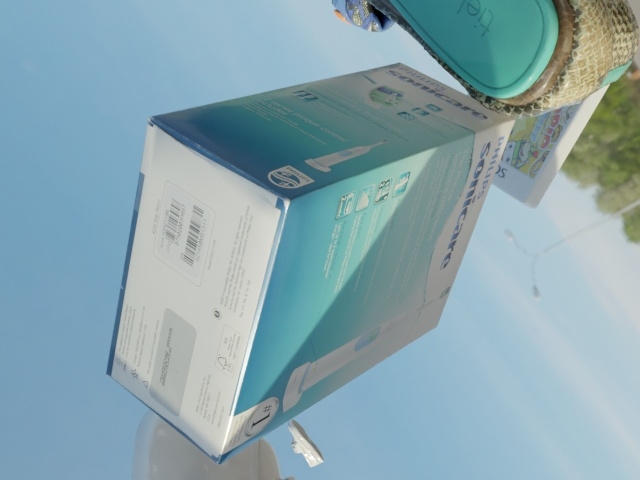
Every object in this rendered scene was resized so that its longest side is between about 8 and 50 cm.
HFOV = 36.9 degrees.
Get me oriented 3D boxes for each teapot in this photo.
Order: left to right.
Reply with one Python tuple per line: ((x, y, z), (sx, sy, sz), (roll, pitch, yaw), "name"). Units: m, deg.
((-0.123, 0.308, 1.195), (0.252, 0.187, 0.256), (-94, -1, -48), "teapot")

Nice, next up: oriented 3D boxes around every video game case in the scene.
((0.253, -0.175, 1.166), (0.026, 0.227, 0.206), (23, -168, -32), "video game case")

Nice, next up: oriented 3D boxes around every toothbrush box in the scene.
((0.000, 0.000, 0.734), (0.126, 0.216, 0.295), (33, -146, 28), "toothbrush box")

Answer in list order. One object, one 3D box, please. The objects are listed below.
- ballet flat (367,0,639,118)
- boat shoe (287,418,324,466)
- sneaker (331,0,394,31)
((0.074, -0.279, 0.818), (0.182, 0.164, 0.483), (-16, -124, -46), "ballet flat")
((-0.033, 0.352, 1.656), (0.100, 0.035, 0.035), (55, -173, -24), "boat shoe")
((0.082, -0.340, 1.105), (0.083, 0.221, 0.087), (-11, -138, -29), "sneaker")
